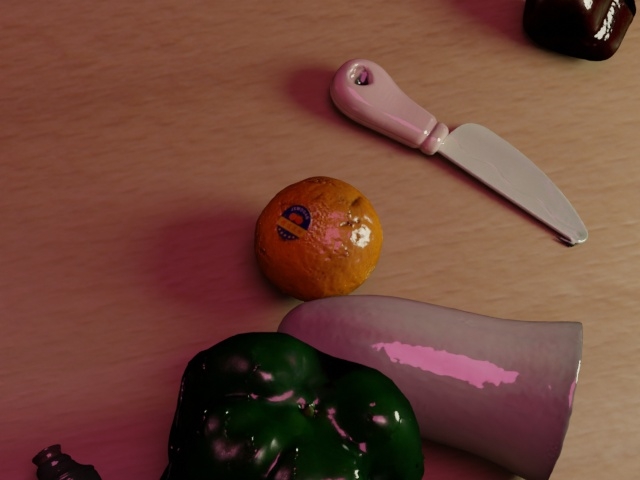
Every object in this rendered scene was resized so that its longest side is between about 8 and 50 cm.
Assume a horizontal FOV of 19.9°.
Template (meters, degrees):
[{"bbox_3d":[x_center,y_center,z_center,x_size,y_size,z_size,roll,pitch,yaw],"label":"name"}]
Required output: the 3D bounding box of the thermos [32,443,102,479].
[{"bbox_3d":[-0.215,0.280,1.759,0.083,0.073,0.187,-27,73,-20],"label":"thermos"}]

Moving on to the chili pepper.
[{"bbox_3d":[-0.031,0.220,1.729,0.249,0.256,0.233,18,58,0],"label":"chili pepper"}]

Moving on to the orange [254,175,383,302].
[{"bbox_3d":[0.001,0.002,1.910,0.136,0.117,0.135,-17,58,30],"label":"orange"}]

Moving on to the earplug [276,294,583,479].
[{"bbox_3d":[0.100,0.133,1.855,0.301,0.172,0.172,13,63,2],"label":"earplug"}]

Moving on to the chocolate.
[{"bbox_3d":[0.284,-0.263,2.090,0.125,0.148,0.080,-1,59,31],"label":"chocolate"}]

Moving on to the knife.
[{"bbox_3d":[0.161,-0.102,2.045,0.336,0.043,0.081,32,57,-3],"label":"knife"}]
